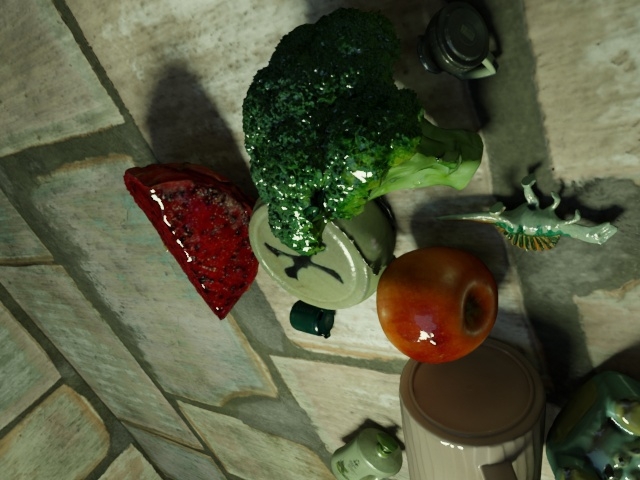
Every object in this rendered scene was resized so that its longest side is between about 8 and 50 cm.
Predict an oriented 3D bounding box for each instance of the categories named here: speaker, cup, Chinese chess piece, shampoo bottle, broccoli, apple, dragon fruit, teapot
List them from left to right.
[{"bbox_3d":[-0.208,-0.048,0.882,0.205,0.152,0.317,36,154,38],"label":"dragon fruit"},{"bbox_3d":[-0.012,0.155,0.962,0.075,0.060,0.094,9,132,34],"label":"speaker"},{"bbox_3d":[0.000,0.000,0.786,0.237,0.092,0.238,21,136,22],"label":"Chinese chess piece"},{"bbox_3d":[0.046,-0.119,0.562,0.269,0.269,0.254,44,150,-4],"label":"broccoli"},{"bbox_3d":[0.110,0.483,1.149,0.118,0.087,0.234,37,140,7],"label":"shampoo bottle"},{"bbox_3d":[0.156,0.084,0.689,0.139,0.163,0.163,-10,120,52],"label":"apple"},{"bbox_3d":[0.138,-0.194,0.529,0.088,0.066,0.057,30,166,-22],"label":"teapot"},{"bbox_3d":[0.220,0.326,0.771,0.208,0.288,0.273,5,127,24],"label":"cup"}]

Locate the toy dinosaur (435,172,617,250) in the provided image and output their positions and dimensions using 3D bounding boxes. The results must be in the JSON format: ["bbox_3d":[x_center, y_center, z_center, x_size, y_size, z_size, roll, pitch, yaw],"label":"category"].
[{"bbox_3d":[0.243,-0.018,0.623,0.106,0.044,0.187,39,142,-23],"label":"toy dinosaur"}]

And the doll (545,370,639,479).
[{"bbox_3d":[0.440,0.300,0.660,0.260,0.161,0.177,33,101,10],"label":"doll"}]
